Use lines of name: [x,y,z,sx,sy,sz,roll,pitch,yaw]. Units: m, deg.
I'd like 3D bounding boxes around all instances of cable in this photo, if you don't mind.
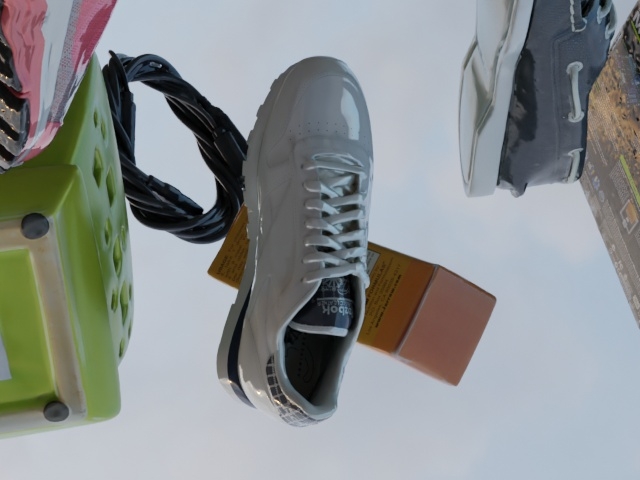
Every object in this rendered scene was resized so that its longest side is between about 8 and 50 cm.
cable: [-0.132,-0.079,1.488,0.047,0.184,0.150,-33,-176,42]

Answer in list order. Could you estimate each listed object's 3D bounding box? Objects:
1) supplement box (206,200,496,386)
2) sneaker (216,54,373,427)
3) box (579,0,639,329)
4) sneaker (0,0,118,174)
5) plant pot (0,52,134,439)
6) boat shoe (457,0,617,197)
supplement box: [0.019,0.034,1.332,0.233,0.078,0.080,18,-98,48]
sneaker: [0.000,0.000,1.114,0.095,0.090,0.235,-173,-90,-68]
box: [0.255,-0.056,1.324,0.045,0.184,0.190,-8,-118,-21]
sneaker: [-0.115,-0.143,0.833,0.136,0.314,0.116,-30,-109,-31]
plant pot: [-0.245,0.016,1.213,0.227,0.228,0.207,-8,-151,-4]
boat shoe: [0.149,-0.141,1.176,0.091,0.302,0.114,-3,-121,-5]
